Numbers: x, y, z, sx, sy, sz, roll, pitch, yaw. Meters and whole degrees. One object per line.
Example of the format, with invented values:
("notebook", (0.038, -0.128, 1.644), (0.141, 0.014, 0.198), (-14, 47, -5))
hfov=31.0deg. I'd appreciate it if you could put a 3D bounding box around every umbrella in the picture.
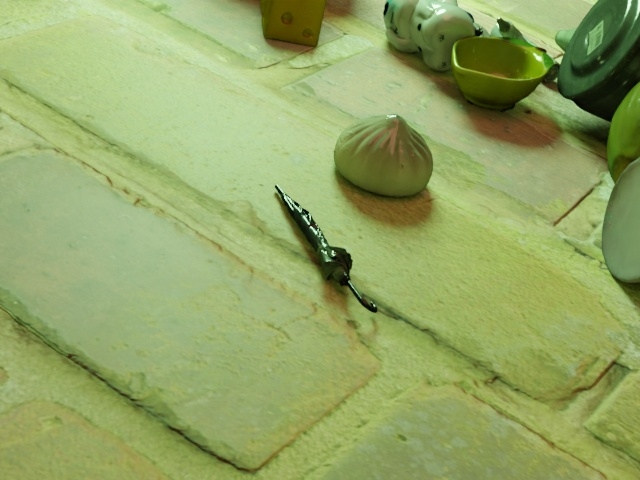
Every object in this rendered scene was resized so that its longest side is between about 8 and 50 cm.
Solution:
("umbrella", (-0.003, -0.001, 1.383), (0.044, 0.044, 0.269), (25, 19, -43))

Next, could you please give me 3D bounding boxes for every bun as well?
("bun", (0.092, -0.126, 1.561), (0.138, 0.094, 0.138), (14, 32, -9))

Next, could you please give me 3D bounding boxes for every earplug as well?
("earplug", (0.546, 0.003, 1.522), (0.301, 0.172, 0.172), (14, 32, -17))

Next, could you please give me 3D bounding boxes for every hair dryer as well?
("hair dryer", (0.321, -0.356, 1.972), (0.183, 0.044, 0.155), (32, 11, -50))

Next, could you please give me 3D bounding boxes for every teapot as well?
("teapot", (0.516, -0.267, 1.874), (0.239, 0.322, 0.239), (31, 66, -16))

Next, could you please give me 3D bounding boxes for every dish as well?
("dish", (0.283, -0.263, 1.858), (0.208, 0.080, 0.149), (-14, 44, -36))

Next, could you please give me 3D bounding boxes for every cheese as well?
("cheese", (-0.051, -0.403, 1.937), (0.093, 0.126, 0.171), (9, 13, -14))

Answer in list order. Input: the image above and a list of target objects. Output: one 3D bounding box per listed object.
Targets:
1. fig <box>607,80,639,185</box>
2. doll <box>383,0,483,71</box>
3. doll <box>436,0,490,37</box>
("fig", (0.525, -0.132, 1.637), (0.271, 0.239, 0.239), (-34, 56, -29))
("doll", (0.175, -0.360, 1.929), (0.107, 0.110, 0.181), (-35, 51, -26))
("doll", (0.256, -0.367, 2.024), (0.114, 0.057, 0.227), (19, 27, -38))
